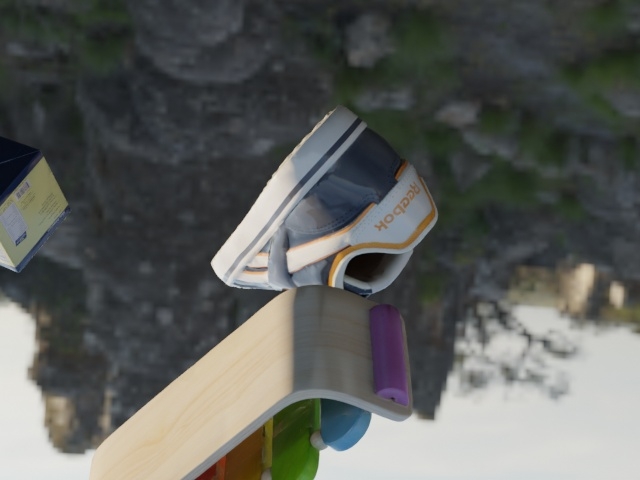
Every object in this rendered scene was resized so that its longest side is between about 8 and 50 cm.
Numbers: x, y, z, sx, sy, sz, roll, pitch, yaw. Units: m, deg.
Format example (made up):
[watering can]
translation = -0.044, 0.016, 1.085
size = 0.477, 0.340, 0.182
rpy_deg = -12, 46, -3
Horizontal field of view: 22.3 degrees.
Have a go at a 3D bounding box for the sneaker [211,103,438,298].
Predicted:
[sneaker]
translation = 0.000, 0.000, 1.345
size = 0.127, 0.126, 0.321
rpy_deg = 41, 162, -2

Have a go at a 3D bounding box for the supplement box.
[supplement box]
translation = -0.282, -0.033, 1.462
size = 0.056, 0.083, 0.083
rpy_deg = 19, 148, 29

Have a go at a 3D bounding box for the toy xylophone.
[toy xylophone]
translation = -0.073, 0.172, 1.156
size = 0.081, 0.236, 0.322
rpy_deg = 37, 126, -25
